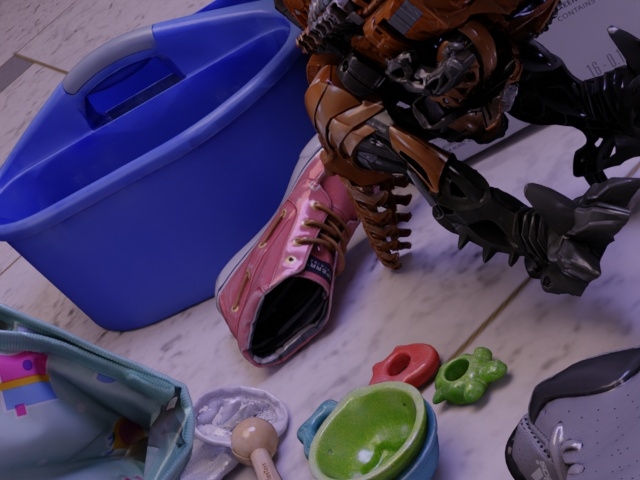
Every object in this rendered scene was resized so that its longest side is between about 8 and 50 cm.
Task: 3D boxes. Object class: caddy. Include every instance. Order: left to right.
[{"bbox_3d":[-0.117,-0.084,0.913,0.341,0.179,0.241,-26,29,24],"label":"caddy"}]

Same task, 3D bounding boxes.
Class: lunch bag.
[{"bbox_3d":[-0.193,0.131,0.585,0.262,0.160,0.223,-13,-19,-16],"label":"lunch bag"}]

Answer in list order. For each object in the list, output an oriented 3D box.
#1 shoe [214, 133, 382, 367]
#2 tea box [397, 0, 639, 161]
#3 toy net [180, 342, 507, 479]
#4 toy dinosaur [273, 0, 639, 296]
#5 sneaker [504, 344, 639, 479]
[{"bbox_3d":[0.000,0.000,0.751,0.178,0.063,0.081,-51,29,11],"label":"shoe"},{"bbox_3d":[0.122,-0.275,0.755,0.329,0.323,0.220,-28,29,21],"label":"tea box"},{"bbox_3d":[-0.011,0.097,0.654,0.232,0.045,0.122,-7,41,45],"label":"toy net"},{"bbox_3d":[0.070,-0.084,0.611,0.164,0.218,0.322,-63,-9,-10],"label":"toy dinosaur"},{"bbox_3d":[0.110,0.117,0.454,0.228,0.086,0.132,-42,21,-30],"label":"sneaker"}]
